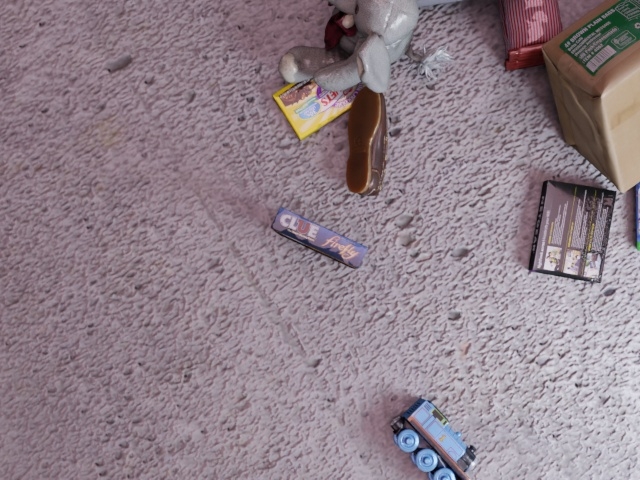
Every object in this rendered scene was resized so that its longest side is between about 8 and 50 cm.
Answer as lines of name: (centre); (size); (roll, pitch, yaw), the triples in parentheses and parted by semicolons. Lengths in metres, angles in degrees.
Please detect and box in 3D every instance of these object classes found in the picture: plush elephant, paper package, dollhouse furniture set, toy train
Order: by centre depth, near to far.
paper package: (0.585, -0.297, 1.508); (0.324, 0.309, 0.168); (-35, 50, 1)
plush elephant: (0.080, -0.400, 1.527); (0.330, 0.255, 0.272); (21, 84, 10)
dollhouse furniture set: (0.507, -0.457, 1.583); (0.374, 0.152, 0.201); (-11, 88, 6)
toy train: (0.217, 0.388, 1.626); (0.105, 0.080, 0.184); (-43, 88, -6)

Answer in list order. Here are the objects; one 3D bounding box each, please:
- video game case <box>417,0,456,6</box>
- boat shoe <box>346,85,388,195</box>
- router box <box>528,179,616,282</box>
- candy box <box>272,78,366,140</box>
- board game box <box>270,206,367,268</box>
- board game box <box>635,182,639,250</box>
video game case: (0.278, -0.582, 1.552); (0.036, 0.329, 0.300); (11, 89, -41)
boat shoe: (0.094, -0.187, 1.647); (0.073, 0.073, 0.207); (10, 94, 39)
router box: (0.479, -0.018, 1.642); (0.133, 0.046, 0.179); (10, 89, 2)
candy box: (0.020, -0.291, 1.669); (0.206, 0.027, 0.105); (-33, 92, 1)
board game box: (0.000, 0.000, 1.555); (0.165, 0.243, 0.042); (25, 88, 1)
board game box: (0.694, -0.049, 1.601); (0.201, 0.035, 0.136); (-2, 89, 27)
